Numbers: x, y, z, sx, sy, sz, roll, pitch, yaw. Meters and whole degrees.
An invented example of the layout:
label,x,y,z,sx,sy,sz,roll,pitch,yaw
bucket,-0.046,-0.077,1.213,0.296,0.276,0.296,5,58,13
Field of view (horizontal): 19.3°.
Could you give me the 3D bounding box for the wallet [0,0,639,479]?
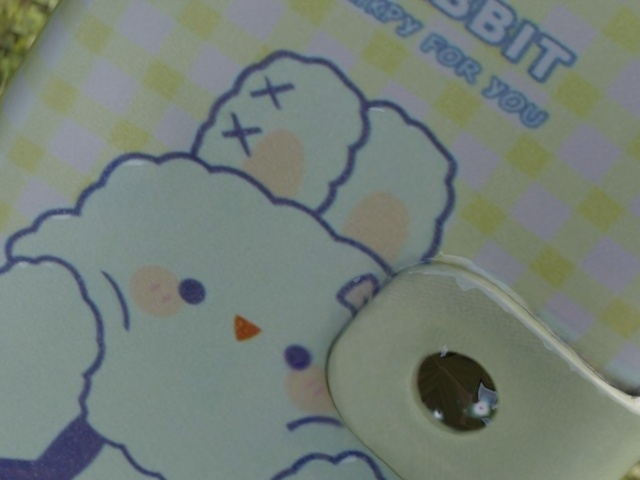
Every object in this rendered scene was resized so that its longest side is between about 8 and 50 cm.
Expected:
label,x,y,z,sx,sy,sz,roll,pitch,yaw
wallet,0.000,0.000,0.558,0.223,0.309,0.077,36,32,-2
